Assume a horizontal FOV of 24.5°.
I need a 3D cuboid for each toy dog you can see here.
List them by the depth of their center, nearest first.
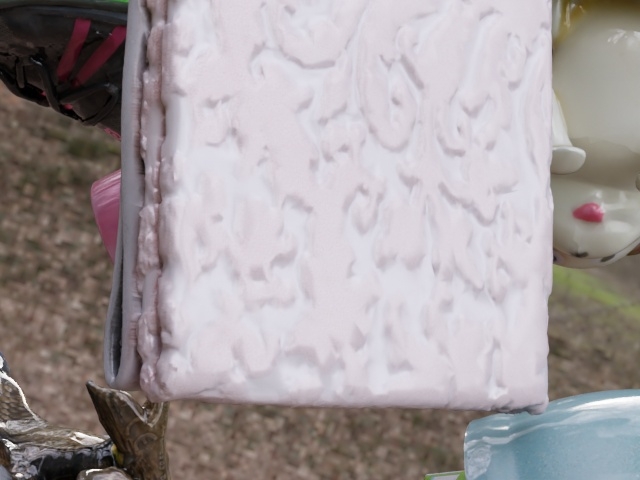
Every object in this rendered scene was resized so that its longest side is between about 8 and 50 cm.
[{"bbox_3d":[0.352,-0.162,1.914,0.285,0.408,0.395,7,16,-8],"label":"toy dog"}]

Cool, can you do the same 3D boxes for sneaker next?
[{"bbox_3d":[-0.219,-0.176,1.374,0.483,0.202,0.185,-1,20,-3],"label":"sneaker"}]

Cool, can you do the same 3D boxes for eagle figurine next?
[{"bbox_3d":[-0.219,0.167,1.103,0.298,0.226,0.225,3,-30,37],"label":"eagle figurine"}]

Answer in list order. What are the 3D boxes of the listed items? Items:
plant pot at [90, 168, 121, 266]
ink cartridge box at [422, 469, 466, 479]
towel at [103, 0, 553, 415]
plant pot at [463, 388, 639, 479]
[{"bbox_3d":[-0.134,-0.012,1.666,0.201,0.180,0.201,-25,90,-85],"label":"plant pot"},{"bbox_3d":[0.147,0.295,1.326,0.189,0.097,0.255,32,-18,-9],"label":"ink cartridge box"},{"bbox_3d":[0.023,-0.074,0.784,0.053,0.331,0.317,-3,-7,43],"label":"towel"},{"bbox_3d":[0.235,0.212,0.890,0.196,0.293,0.293,-23,-5,13],"label":"plant pot"}]
